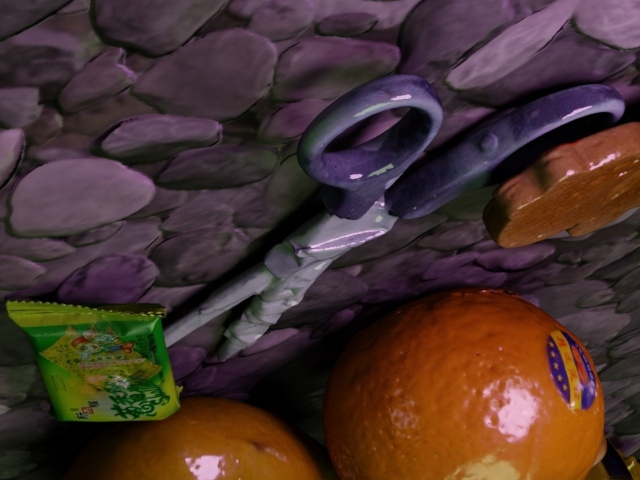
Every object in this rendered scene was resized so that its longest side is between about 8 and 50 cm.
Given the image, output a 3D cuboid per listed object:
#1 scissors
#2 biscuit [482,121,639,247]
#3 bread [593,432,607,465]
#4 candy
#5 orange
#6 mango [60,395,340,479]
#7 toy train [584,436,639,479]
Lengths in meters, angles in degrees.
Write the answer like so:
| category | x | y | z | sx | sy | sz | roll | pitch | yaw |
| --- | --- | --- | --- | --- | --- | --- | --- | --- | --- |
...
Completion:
| category | x | y | z | sx | sy | sz | roll | pitch | yaw |
| --- | --- | --- | --- | --- | --- | --- | --- | --- | --- |
| scissors | 0.000 | 0.000 | 1.182 | 0.256 | 0.029 | 0.383 | -2 | 153 | -46 |
| biscuit | 0.193 | -0.048 | 1.200 | 0.225 | 0.036 | 0.166 | -18 | 163 | -33 |
| bread | 0.156 | 0.174 | 1.588 | 0.147 | 0.098 | 0.217 | -30 | 156 | 20 |
| candy | -0.147 | 0.081 | 1.211 | 0.102 | 0.032 | 0.178 | -3 | 152 | -1 |
| orange | 0.109 | 0.137 | 1.375 | 0.219 | 0.193 | 0.219 | -8 | 169 | -2 |
| mango | -0.088 | 0.234 | 1.416 | 0.253 | 0.182 | 0.365 | -22 | 155 | -3 |
| toy train | 0.285 | 0.267 | 1.902 | 0.219 | 0.089 | 0.127 | 11 | 131 | -48 |
